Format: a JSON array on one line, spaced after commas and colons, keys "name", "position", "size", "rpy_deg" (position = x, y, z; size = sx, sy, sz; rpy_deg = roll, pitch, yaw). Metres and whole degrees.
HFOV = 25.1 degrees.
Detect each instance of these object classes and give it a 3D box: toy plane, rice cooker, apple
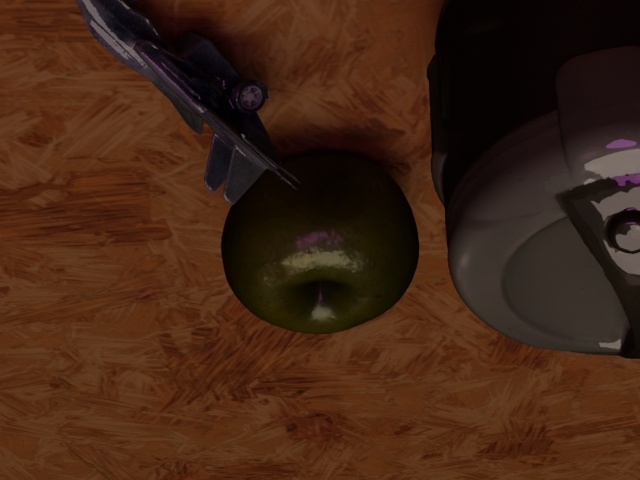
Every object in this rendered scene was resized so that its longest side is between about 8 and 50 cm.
[{"name": "toy plane", "position": [-0.123, -0.153, 1.254], "size": [0.088, 0.212, 0.267], "rpy_deg": [-43, 123, -10]}, {"name": "rice cooker", "position": [0.248, -0.073, 1.152], "size": [0.335, 0.325, 0.335], "rpy_deg": [0, 148, 0]}, {"name": "apple", "position": [0.000, 0.000, 1.430], "size": [0.196, 0.157, 0.196], "rpy_deg": [-1, 148, 0]}]
